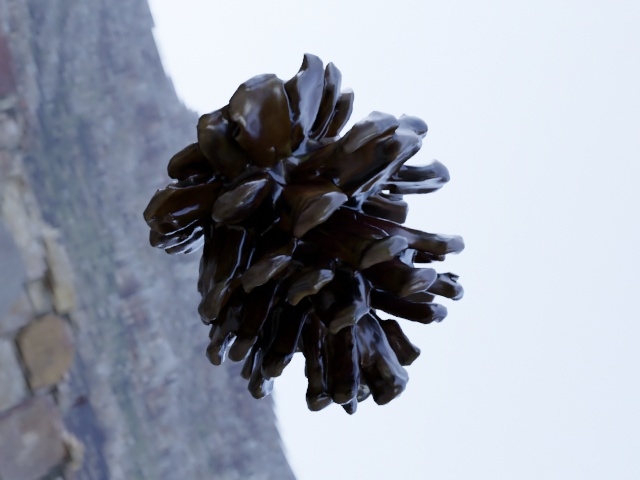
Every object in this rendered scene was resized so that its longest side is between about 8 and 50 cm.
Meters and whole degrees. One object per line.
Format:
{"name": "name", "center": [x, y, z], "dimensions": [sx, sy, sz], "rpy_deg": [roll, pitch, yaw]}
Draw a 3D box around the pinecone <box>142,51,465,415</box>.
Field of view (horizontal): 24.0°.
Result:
{"name": "pinecone", "center": [-0.003, 0.000, 0.827], "dimensions": [0.150, 0.179, 0.195], "rpy_deg": [-16, -91, 32]}
